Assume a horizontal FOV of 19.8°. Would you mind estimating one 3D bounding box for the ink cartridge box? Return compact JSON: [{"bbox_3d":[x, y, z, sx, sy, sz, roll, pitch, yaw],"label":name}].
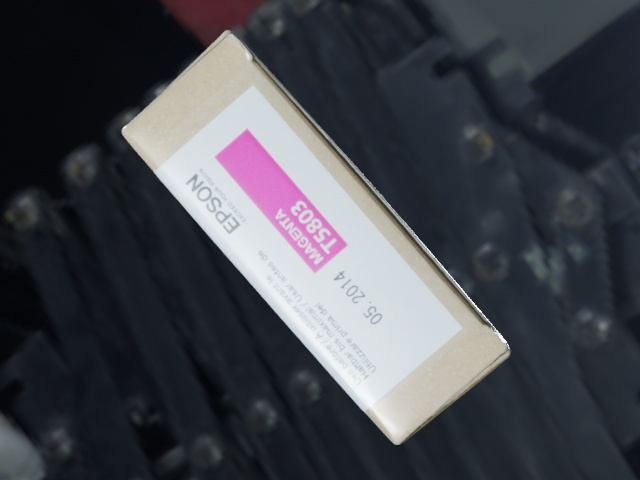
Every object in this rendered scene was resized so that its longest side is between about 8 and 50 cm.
[{"bbox_3d":[0.000,0.000,1.074,0.234,0.088,0.193,49,-178,3],"label":"ink cartridge box"}]
